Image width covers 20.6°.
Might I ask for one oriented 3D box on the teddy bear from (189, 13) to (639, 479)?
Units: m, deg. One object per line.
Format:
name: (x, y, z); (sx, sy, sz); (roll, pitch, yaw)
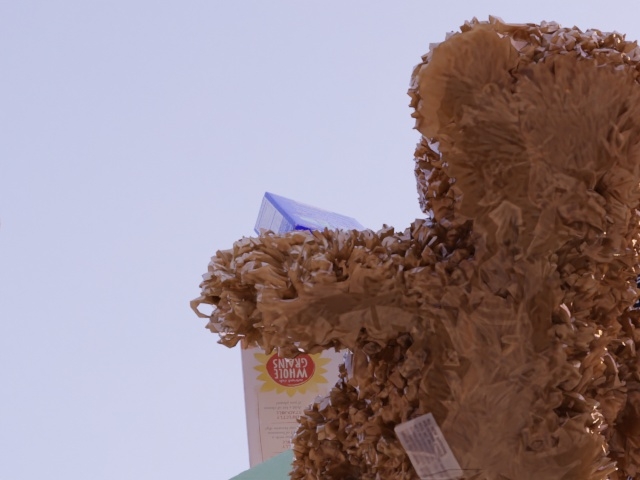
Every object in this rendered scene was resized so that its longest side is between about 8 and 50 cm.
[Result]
teddy bear: (0.067, 0.064, 0.804); (0.245, 0.113, 0.338); (-4, -79, -2)

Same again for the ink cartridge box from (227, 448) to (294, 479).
ink cartridge box: (0.055, 0.174, 1.015); (0.171, 0.235, 0.056); (-25, -41, -7)

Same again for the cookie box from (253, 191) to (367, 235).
cookie box: (0.000, 0.000, 1.513); (0.092, 0.107, 0.040); (16, -79, -20)

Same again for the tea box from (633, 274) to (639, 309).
tea box: (0.339, 0.040, 1.049); (0.329, 0.220, 0.323); (52, -39, -10)

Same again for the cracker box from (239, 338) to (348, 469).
cracker box: (0.025, 0.114, 1.224); (0.156, 0.067, 0.232); (-3, -54, -1)
